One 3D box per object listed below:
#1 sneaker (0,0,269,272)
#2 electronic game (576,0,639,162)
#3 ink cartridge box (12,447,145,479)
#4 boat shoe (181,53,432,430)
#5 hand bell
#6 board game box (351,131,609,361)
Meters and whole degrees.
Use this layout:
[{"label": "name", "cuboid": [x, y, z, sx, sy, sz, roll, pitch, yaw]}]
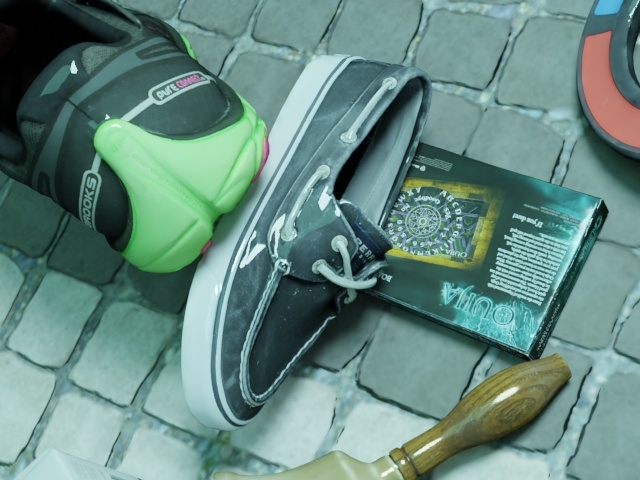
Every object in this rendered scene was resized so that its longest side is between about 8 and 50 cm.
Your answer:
[{"label": "sneaker", "cuboid": [-0.201, -0.137, 0.912, 0.185, 0.202, 0.483, -53, 32, -5]}, {"label": "electronic game", "cuboid": [0.269, -0.156, 0.789, 0.229, 0.048, 0.229, -34, 43, 38]}, {"label": "ink cartridge box", "cuboid": [-0.115, 0.228, 0.749, 0.082, 0.190, 0.139, -43, 56, 3]}, {"label": "boat shoe", "cuboid": [0.000, 0.000, 0.829, 0.102, 0.108, 0.301, 10, 65, 33]}, {"label": "hand bell", "cuboid": [0.064, 0.148, 0.772, 0.242, 0.126, 0.126, -31, 56, -5]}, {"label": "board game box", "cuboid": [0.101, 0.001, 0.853, 0.186, 0.026, 0.126, 22, 79, 32]}]
